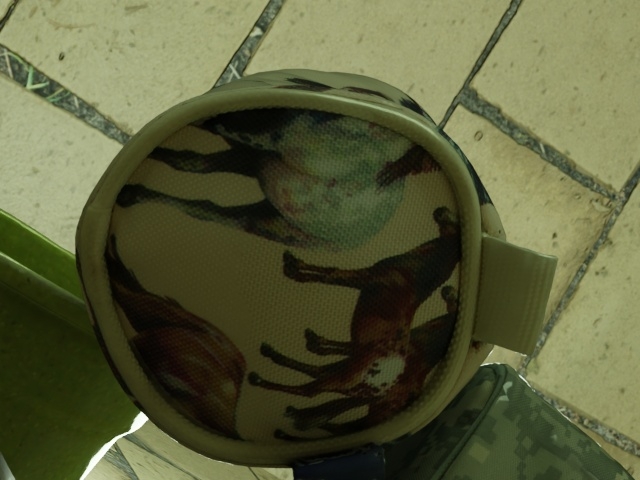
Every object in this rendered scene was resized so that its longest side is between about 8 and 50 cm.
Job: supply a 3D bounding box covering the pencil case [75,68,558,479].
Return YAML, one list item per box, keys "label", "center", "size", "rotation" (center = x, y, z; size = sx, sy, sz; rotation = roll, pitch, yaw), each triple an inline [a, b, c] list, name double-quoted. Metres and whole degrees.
- label: "pencil case"
  center: [0.000, 0.000, 0.943]
  size: [0.183, 0.160, 0.410]
  rotation: [21, 6, 0]

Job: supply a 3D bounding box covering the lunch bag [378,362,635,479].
- label: "lunch bag"
  center: [0.066, 0.238, 0.849]
  size: [0.256, 0.305, 0.212]
  rotation: [43, -25, -8]

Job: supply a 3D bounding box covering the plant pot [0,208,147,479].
- label: "plant pot"
  center: [-0.236, 0.096, 1.000]
  size: [0.276, 0.254, 0.276]
  rotation: [32, 0, 0]

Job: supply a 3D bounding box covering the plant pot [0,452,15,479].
- label: "plant pot"
  center: [-0.159, 0.188, 0.688]
  size: [0.230, 0.215, 0.215]
  rotation: [48, 7, 25]
